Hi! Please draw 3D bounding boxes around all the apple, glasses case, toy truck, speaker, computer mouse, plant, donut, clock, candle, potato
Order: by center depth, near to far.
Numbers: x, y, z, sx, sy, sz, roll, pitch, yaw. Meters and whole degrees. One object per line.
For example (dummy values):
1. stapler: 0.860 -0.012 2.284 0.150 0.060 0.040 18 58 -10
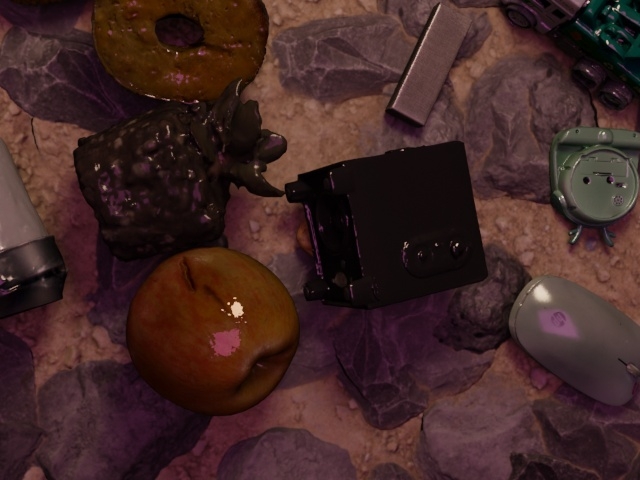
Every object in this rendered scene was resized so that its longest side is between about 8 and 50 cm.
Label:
1. candle: -0.540 -0.035 1.196 0.221 0.221 0.343 -23 91 -6
2. apple: -0.155 0.144 1.218 0.264 0.264 0.265 0 90 -7
3. plant: -0.205 -0.112 1.230 0.312 0.213 0.215 -24 112 -3
4. donut: -0.221 -0.342 1.250 0.271 0.107 0.272 -5 120 -8
5. speaker: 0.103 -0.025 1.262 0.253 0.184 0.232 -11 92 -26
6. potato: 0.000 0.000 1.345 0.068 0.062 0.083 -31 116 10
7. toy truck: 0.494 -0.374 1.346 0.363 0.178 0.177 36 86 -3
8. glasses case: 0.186 -0.302 1.370 0.070 0.047 0.205 25 87 -11
9. computer mouse: 0.462 0.174 1.381 0.288 0.097 0.160 33 84 -5
10. clock: 0.489 -0.094 1.399 0.159 0.066 0.211 1 91 -6

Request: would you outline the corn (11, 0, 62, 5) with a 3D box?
1. corn: -0.342 -0.462 1.265 0.344 0.131 0.131 -12 92 -9
